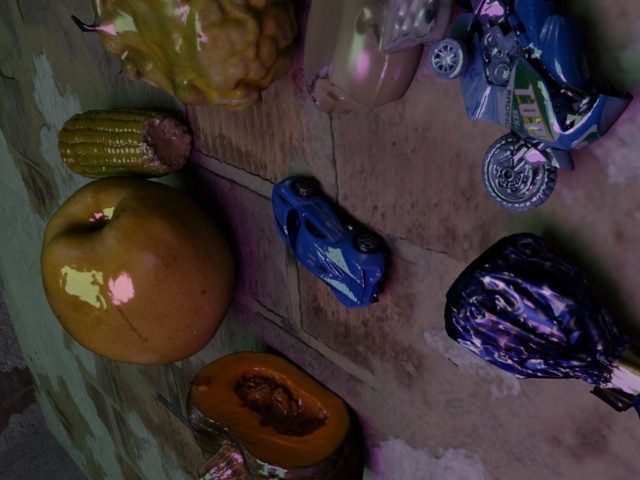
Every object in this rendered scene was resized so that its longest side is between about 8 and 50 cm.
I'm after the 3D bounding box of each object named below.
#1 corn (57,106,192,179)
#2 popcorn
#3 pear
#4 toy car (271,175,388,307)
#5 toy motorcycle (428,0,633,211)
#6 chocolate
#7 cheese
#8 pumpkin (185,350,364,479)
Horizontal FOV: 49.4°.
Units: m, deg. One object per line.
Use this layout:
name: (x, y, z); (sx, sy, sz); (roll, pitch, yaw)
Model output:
corn: (-0.346, -0.167, 1.199); (0.345, 0.131, 0.131); (6, 116, 49)
popcorn: (-0.149, -0.258, 0.794); (0.249, 0.225, 0.249); (29, 135, 33)
pear: (-0.289, 0.048, 1.118); (0.314, 0.314, 0.314); (31, 134, 39)
toy car: (0.000, 0.000, 0.902); (0.216, 0.063, 0.103); (43, 141, 28)
toy motorcycle: (0.169, -0.153, 0.561); (0.136, 0.092, 0.254); (-10, 94, 46)
chocolate: (0.272, 0.130, 0.593); (0.343, 0.126, 0.148); (38, 177, 29)
cheese: (0.050, -0.185, 0.600); (0.286, 0.082, 0.163); (-133, 49, -72)
pumpkin: (-0.087, 0.309, 1.079); (0.317, 0.222, 0.139); (32, 134, 37)
